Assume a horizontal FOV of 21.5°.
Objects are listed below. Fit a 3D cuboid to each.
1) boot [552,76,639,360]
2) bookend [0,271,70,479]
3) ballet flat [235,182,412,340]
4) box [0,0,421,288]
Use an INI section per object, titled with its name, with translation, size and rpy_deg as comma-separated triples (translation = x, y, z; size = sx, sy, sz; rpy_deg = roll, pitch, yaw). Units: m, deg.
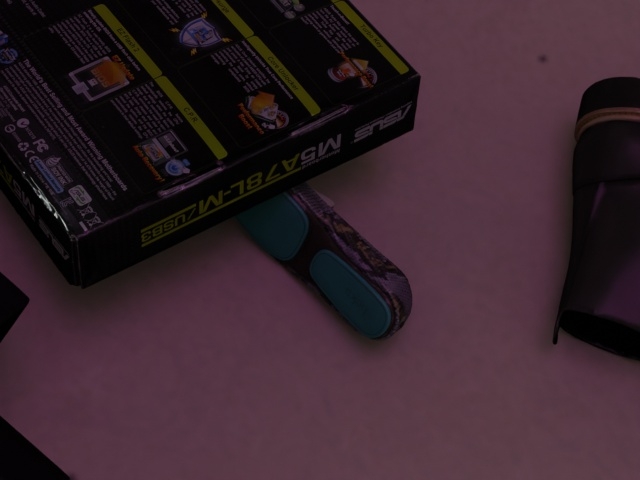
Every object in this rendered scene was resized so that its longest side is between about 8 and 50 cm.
[boot]
translation = 0.212, 0.010, 0.816
size = 0.198, 0.077, 0.137
rpy_deg = 11, 66, 9
[bookend]
translation = -0.163, 0.071, 0.671
size = 0.156, 0.072, 0.157
rpy_deg = 41, 32, 0
[ballet flat]
translation = 0.000, 0.000, 0.793
size = 0.114, 0.041, 0.041
rpy_deg = 45, 64, 11
[box]
translation = -0.082, -0.088, 0.791
size = 0.184, 0.045, 0.190
rpy_deg = -26, 58, -25
